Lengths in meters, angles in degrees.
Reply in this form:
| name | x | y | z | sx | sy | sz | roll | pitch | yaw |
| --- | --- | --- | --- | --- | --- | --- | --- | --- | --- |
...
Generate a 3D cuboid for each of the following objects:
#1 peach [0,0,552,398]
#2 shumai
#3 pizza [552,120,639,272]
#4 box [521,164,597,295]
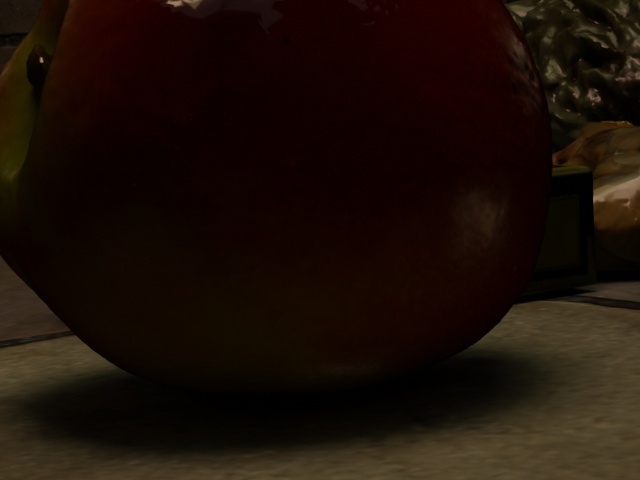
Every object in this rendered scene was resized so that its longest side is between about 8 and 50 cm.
| name | x | y | z | sx | sy | sz | roll | pitch | yaw |
| --- | --- | --- | --- | --- | --- | --- | --- | --- | --- |
| peach | -0.009 | -0.031 | 0.528 | 0.197 | 0.197 | 0.197 | -4 | 6 | 0 |
| shumai | 0.200 | -0.098 | 1.161 | 0.218 | 0.189 | 0.256 | -23 | 26 | -11 |
| pizza | 0.203 | -0.034 | 0.868 | 0.189 | 0.071 | 0.297 | -4 | 6 | 4 |
| box | 0.000 | 0.001 | 0.719 | 0.220 | 0.064 | 0.141 | -9 | 9 | -27 |
